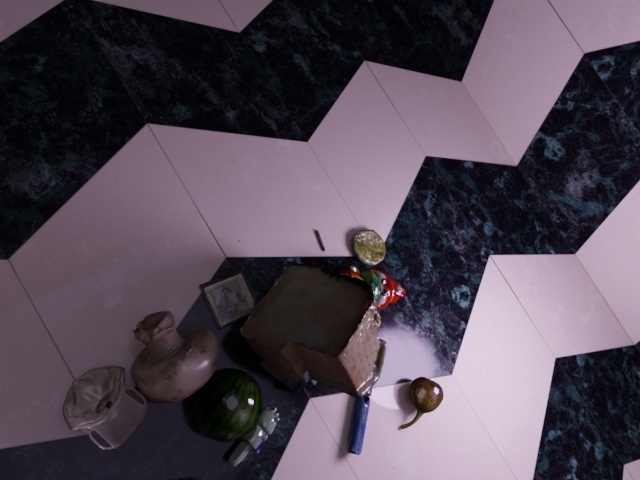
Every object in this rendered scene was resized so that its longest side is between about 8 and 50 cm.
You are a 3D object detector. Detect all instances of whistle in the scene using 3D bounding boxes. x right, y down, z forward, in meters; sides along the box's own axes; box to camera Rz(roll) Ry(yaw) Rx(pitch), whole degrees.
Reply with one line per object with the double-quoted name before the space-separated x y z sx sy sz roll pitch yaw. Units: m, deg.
"whistle" 0.167 0.716 1.785 0.062 0.062 0.304 23 63 -17
"whistle" -0.239 0.707 1.570 0.244 0.110 0.092 -48 130 -33

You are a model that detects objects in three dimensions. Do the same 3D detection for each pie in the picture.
"pie" 0.234 0.032 2.085 0.186 0.041 0.187 9 67 -23

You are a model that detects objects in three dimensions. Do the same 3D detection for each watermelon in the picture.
"watermelon" -0.321 0.566 1.502 0.242 0.242 0.242 9 68 -23

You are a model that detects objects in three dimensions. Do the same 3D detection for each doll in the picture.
"doll" 0.233 0.220 1.945 0.363 0.160 0.183 9 69 -25

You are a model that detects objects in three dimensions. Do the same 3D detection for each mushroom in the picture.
"mushroom" -0.497 0.369 1.444 0.297 0.297 0.290 -34 113 -32

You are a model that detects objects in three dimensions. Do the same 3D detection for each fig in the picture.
"fig" 0.432 0.717 1.880 0.149 0.149 0.245 36 72 -10

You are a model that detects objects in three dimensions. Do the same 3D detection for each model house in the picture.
"model house" 0.017 0.371 1.658 0.395 0.445 0.400 -53 137 -36

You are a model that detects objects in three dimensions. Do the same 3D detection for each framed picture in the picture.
"framed picture" -0.359 0.231 1.740 0.199 0.010 0.195 -22 82 -31

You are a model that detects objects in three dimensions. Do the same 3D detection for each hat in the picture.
"hat" -0.700 0.547 1.422 0.219 0.164 0.226 -51 136 -35

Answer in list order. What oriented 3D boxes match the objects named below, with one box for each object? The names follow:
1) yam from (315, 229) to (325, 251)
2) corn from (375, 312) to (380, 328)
"yam" 0.000 0.000 1.999 0.014 0.014 0.107 -14 78 -29
"corn" 0.187 0.341 1.818 0.092 0.280 0.092 2 73 -6
